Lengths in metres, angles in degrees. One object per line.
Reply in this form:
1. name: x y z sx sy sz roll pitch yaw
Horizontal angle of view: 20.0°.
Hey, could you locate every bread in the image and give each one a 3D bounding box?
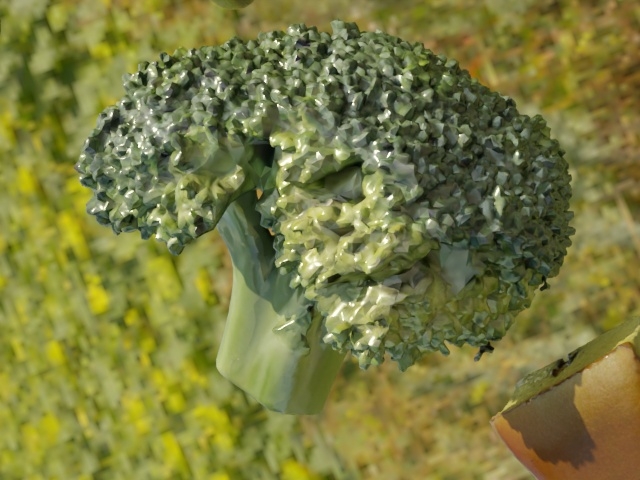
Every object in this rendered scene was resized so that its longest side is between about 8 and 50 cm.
1. bread: 0.293 0.223 1.329 0.361 0.077 0.138 49 127 -7

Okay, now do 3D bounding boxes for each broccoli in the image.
1. broccoli: 0.009 -0.008 1.314 0.249 0.375 0.302 -157 80 -71

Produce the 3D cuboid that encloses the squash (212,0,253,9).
1. squash: -0.122 -0.289 1.890 0.066 0.066 0.229 64 -162 15
